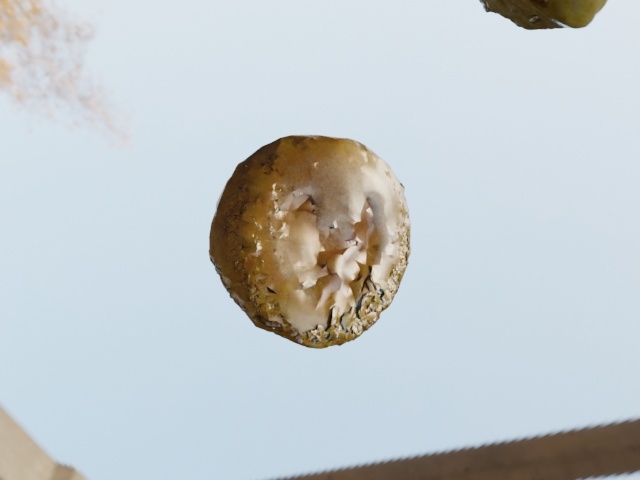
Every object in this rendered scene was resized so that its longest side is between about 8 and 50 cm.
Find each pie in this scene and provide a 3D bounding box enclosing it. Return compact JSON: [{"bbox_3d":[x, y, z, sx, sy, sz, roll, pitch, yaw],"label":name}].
[{"bbox_3d":[0.000,0.000,1.424,0.273,0.273,0.069,-49,-160,-22],"label":"pie"}]

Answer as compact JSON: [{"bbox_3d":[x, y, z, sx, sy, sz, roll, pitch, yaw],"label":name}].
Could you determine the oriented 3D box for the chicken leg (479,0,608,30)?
[{"bbox_3d":[0.077,-0.207,0.613,0.088,0.227,0.103,-31,-173,5],"label":"chicken leg"}]
